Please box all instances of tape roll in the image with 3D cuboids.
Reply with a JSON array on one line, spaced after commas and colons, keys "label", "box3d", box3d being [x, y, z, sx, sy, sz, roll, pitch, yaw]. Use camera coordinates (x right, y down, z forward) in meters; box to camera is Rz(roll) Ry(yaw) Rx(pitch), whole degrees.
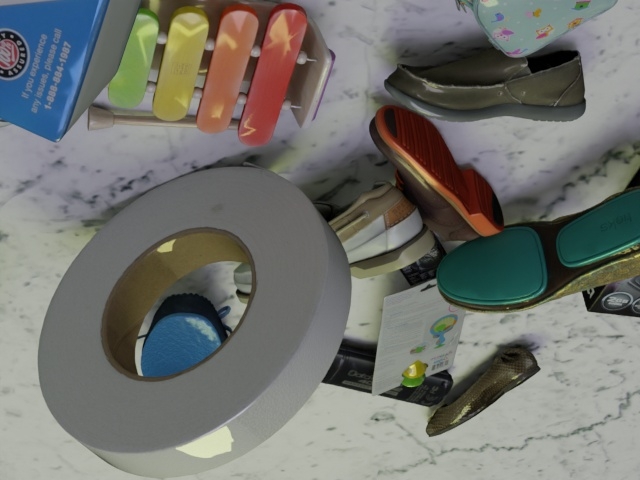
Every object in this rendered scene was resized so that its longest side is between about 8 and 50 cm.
[{"label": "tape roll", "box3d": [-0.151, 0.086, 1.508, 0.392, 0.392, 0.072, -21, 138, 16]}]

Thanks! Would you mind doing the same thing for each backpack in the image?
[{"label": "backpack", "box3d": [0.204, -0.290, 1.306, 0.166, 0.144, 0.188, -26, 134, 29]}]

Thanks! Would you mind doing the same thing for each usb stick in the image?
[{"label": "usb stick", "box3d": [0.071, 0.196, 1.937, 0.278, 0.045, 0.077, 16, 128, -26]}]

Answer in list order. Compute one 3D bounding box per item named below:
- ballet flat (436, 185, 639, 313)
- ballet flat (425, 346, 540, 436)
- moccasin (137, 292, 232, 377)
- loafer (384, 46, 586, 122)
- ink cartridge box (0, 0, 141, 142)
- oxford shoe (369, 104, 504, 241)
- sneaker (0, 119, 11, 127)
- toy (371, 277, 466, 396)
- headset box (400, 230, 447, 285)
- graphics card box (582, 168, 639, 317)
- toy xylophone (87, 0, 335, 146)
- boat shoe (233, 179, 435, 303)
[{"label": "ballet flat", "box3d": [0.313, 0.025, 1.649, 0.349, 0.123, 0.123, -22, 140, 36]}, {"label": "ballet flat", "box3d": [0.244, 0.235, 2.009, 0.084, 0.058, 0.250, -21, 163, -45]}, {"label": "moccasin", "box3d": [-0.187, 0.164, 1.809, 0.138, 0.116, 0.342, 9, 144, 0]}, {"label": "loafer", "box3d": [0.192, -0.190, 1.478, 0.251, 0.094, 0.087, -2, 116, -21]}, {"label": "ink cartridge box", "box3d": [-0.330, -0.300, 1.054, 0.395, 0.166, 0.285, 24, 121, -2]}, {"label": "oxford shoe", "box3d": [0.125, -0.068, 1.595, 0.098, 0.097, 0.271, -23, 138, 26]}, {"label": "sneaker", "box3d": [-0.376, -0.237, 1.286, 0.127, 0.126, 0.321, -22, 137, 25]}, {"label": "toy", "box3d": [0.133, 0.119, 1.834, 0.137, 0.056, 0.237, -18, 140, -17]}, {"label": "headset box", "box3d": [0.133, 0.019, 1.744, 0.062, 0.032, 0.083, -21, 137, 15]}, {"label": "graphics card box", "box3d": [0.517, -0.036, 1.694, 0.233, 0.094, 0.371, 7, 139, -17]}, {"label": "toy xylophone", "box3d": [-0.152, -0.183, 1.421, 0.323, 0.081, 0.236, 0, 140, -9]}, {"label": "boat shoe", "box3d": [0.000, 0.000, 1.644, 0.302, 0.113, 0.103, -18, 107, 34]}]
